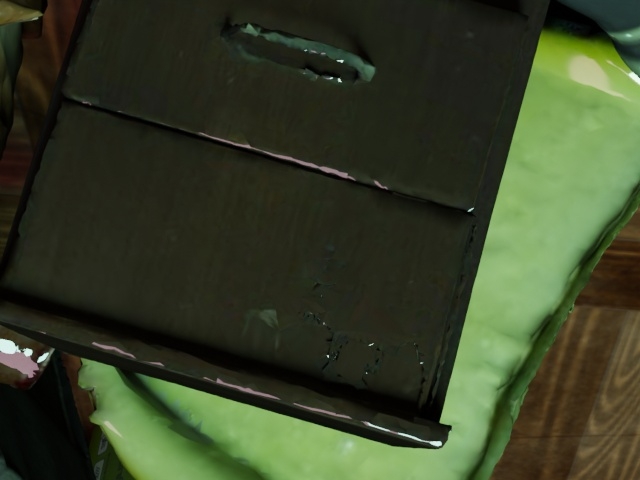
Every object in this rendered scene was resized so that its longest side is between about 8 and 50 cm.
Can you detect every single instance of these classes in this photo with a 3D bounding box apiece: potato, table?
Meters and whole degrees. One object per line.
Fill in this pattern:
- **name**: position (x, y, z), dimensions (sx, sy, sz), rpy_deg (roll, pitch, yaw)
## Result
- **potato**: position (0.000, 0.000, 0.682), dimensions (0.280, 0.330, 0.213), rpy_deg (30, 171, 2)
- **table**: position (-0.016, -0.032, 0.492), dimensions (0.169, 0.193, 0.172), rpy_deg (16, 170, 1)

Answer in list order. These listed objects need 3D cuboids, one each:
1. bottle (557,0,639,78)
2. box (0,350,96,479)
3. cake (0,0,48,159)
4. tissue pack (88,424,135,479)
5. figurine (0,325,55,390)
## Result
- **bottle**: position (0.216, -0.107, 0.525), dimensions (0.347, 0.168, 0.168), rpy_deg (31, 138, -17)
- **box**: position (-0.347, 0.165, 0.829), dimensions (0.345, 0.251, 0.204), rpy_deg (-23, 139, -5)
- **cake**: position (-0.229, -0.172, 0.417), dimensions (0.282, 0.290, 0.255), rpy_deg (6, 146, 1)
- **tissue pack**: position (-0.099, 0.262, 0.991), dimensions (0.167, 0.274, 0.200), rpy_deg (32, 136, -31)
- **figurine**: position (-0.298, -0.045, 0.658), dimensions (0.370, 0.167, 0.281), rpy_deg (36, 168, -11)
